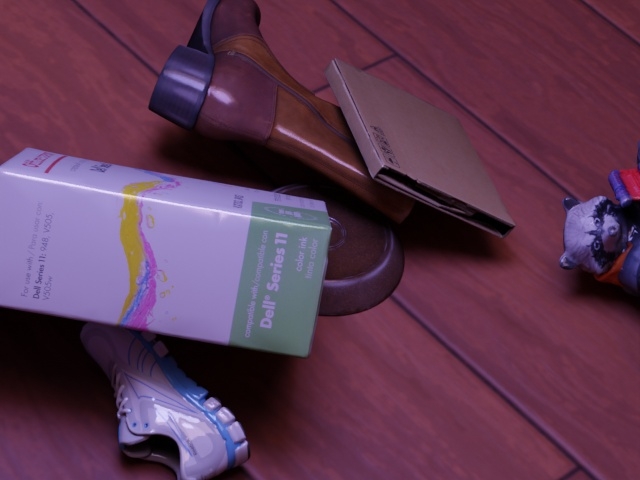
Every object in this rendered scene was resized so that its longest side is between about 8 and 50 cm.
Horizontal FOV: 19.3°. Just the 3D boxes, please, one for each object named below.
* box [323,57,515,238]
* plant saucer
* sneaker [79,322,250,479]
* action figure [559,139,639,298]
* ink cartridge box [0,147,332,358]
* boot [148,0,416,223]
[{"bbox_3d":[0.096,-0.091,1.838,0.164,0.021,0.201,23,26,-29],"label":"box"},{"bbox_3d":[0.000,0.000,1.795,0.168,0.029,0.168,6,46,-6],"label":"plant saucer"},{"bbox_3d":[-0.151,0.138,1.600,0.083,0.071,0.191,-35,61,-30],"label":"sneaker"},{"bbox_3d":[0.383,0.026,1.760,0.330,0.178,0.341,11,20,5],"label":"action figure"},{"bbox_3d":[-0.175,0.000,1.627,0.353,0.119,0.207,10,7,-3],"label":"ink cartridge box"},{"bbox_3d":[-0.006,-0.141,1.880,0.280,0.096,0.264,23,22,-1],"label":"boot"}]
